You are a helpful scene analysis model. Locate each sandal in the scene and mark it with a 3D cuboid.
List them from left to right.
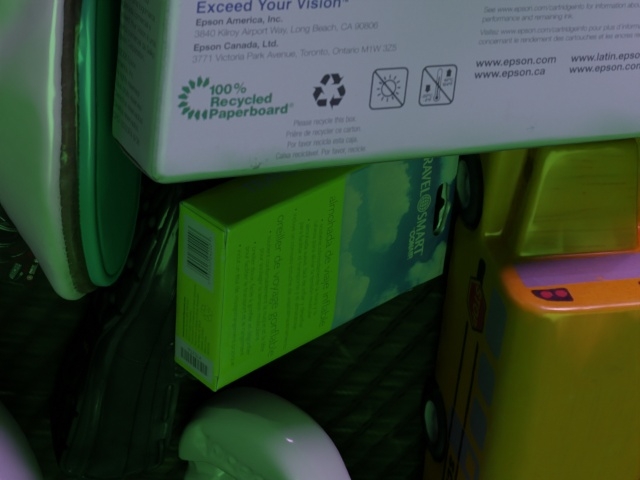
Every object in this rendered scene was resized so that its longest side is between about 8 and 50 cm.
[{"bbox_3d":[0.026,0.253,1.081,0.102,0.169,0.416,-42,135,-34],"label":"sandal"}]

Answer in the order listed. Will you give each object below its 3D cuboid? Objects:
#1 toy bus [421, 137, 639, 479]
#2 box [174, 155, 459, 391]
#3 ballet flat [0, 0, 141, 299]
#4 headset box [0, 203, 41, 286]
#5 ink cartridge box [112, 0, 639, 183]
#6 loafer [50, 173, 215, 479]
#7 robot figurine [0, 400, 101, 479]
[{"bbox_3d":[0.134,0.081,0.980,0.108,0.130,0.333,-3,124,-13],"label":"toy bus"},{"bbox_3d":[0.000,0.000,0.906,0.178,0.042,0.109,-25,134,-38],"label":"box"},{"bbox_3d":[-0.144,-0.162,0.760,0.139,0.139,0.400,-2,120,-13],"label":"ballet flat"},{"bbox_3d":[-0.187,-0.016,0.891,0.083,0.032,0.062,14,119,-24],"label":"headset box"},{"bbox_3d":[0.073,-0.198,0.753,0.324,0.071,0.330,-6,117,-29],"label":"ink cartridge box"},{"bbox_3d":[-0.094,0.049,0.937,0.078,0.076,0.223,5,127,-24],"label":"loafer"},{"bbox_3d":[-0.291,0.183,0.868,0.353,0.200,0.300,-34,119,-14],"label":"robot figurine"}]
